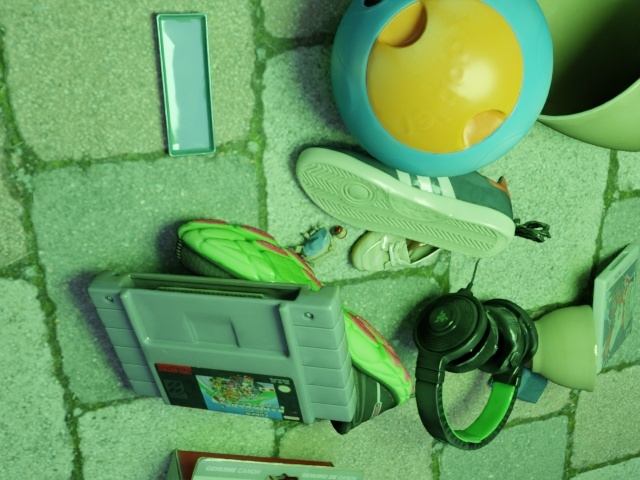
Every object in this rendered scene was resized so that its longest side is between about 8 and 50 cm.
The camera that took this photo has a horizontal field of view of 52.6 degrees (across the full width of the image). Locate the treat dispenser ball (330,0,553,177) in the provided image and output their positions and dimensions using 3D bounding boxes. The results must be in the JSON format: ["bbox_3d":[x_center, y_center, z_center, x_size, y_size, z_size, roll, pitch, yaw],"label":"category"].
[{"bbox_3d":[0.157,-0.229,0.863,0.288,0.288,0.288,-7,112,-17],"label":"treat dispenser ball"}]

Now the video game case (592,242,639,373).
[{"bbox_3d":[0.570,0.130,1.255,0.183,0.023,0.201,-29,122,-41],"label":"video game case"}]

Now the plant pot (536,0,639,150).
[{"bbox_3d":[0.459,-0.250,1.009,0.274,0.256,0.256,23,102,-42],"label":"plant pot"}]

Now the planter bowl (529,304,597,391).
[{"bbox_3d":[0.452,0.201,1.224,0.109,0.162,0.162,0,114,13],"label":"planter bowl"}]

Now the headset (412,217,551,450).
[{"bbox_3d":[0.288,0.160,1.098,0.243,0.185,0.394,12,84,-41],"label":"headset"}]

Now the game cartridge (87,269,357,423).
[{"bbox_3d":[-0.133,0.154,0.911,0.355,0.068,0.230,2,123,18],"label":"game cartridge"}]

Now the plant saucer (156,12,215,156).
[{"bbox_3d":[-0.185,-0.214,0.897,0.067,0.018,0.192,-7,112,-17],"label":"plant saucer"}]

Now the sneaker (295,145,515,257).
[{"bbox_3d":[0.137,-0.092,1.016,0.350,0.148,0.131,20,147,-8],"label":"sneaker"}]

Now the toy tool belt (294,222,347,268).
[{"bbox_3d":[0.000,0.000,1.029,0.083,0.052,0.051,-46,126,1],"label":"toy tool belt"}]

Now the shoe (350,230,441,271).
[{"bbox_3d":[0.154,-0.003,1.079,0.219,0.058,0.077,-23,116,-10],"label":"shoe"}]

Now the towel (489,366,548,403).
[{"bbox_3d":[0.398,0.282,1.296,0.119,0.029,0.067,25,100,-26],"label":"towel"}]

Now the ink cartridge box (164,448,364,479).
[{"bbox_3d":[-0.114,0.466,1.125,0.309,0.130,0.272,14,103,-24],"label":"ink cartridge box"}]

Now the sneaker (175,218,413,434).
[{"bbox_3d":[-0.049,0.154,1.000,0.202,0.185,0.483,-44,115,3],"label":"sneaker"}]
